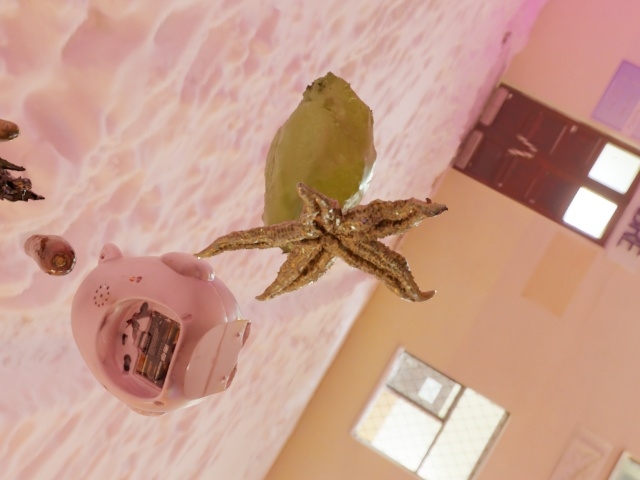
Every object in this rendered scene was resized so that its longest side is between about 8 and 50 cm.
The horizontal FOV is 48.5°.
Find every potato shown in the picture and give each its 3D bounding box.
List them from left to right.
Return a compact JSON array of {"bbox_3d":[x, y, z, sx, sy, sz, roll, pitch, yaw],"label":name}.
[{"bbox_3d":[-0.612,-0.207,1.335,0.045,0.092,0.046,38,-62,60],"label":"potato"}]

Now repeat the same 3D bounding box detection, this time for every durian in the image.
[{"bbox_3d":[-0.008,-0.132,1.422,0.256,0.204,0.340,-35,-136,48],"label":"durian"}]

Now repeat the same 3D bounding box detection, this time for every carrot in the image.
[{"bbox_3d":[-0.428,0.016,1.108,0.059,0.059,0.248,-57,-152,-14],"label":"carrot"}]

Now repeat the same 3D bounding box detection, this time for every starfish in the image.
[{"bbox_3d":[-0.002,-0.003,0.985,0.347,0.357,0.078,90,6,-64],"label":"starfish"}]

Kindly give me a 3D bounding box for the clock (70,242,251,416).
[{"bbox_3d":[-0.380,0.188,1.549,0.250,0.376,0.368,-2,113,-65],"label":"clock"}]

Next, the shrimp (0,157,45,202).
[{"bbox_3d":[-0.697,-0.081,1.219,0.445,0.085,0.272,3,140,-49],"label":"shrimp"}]
